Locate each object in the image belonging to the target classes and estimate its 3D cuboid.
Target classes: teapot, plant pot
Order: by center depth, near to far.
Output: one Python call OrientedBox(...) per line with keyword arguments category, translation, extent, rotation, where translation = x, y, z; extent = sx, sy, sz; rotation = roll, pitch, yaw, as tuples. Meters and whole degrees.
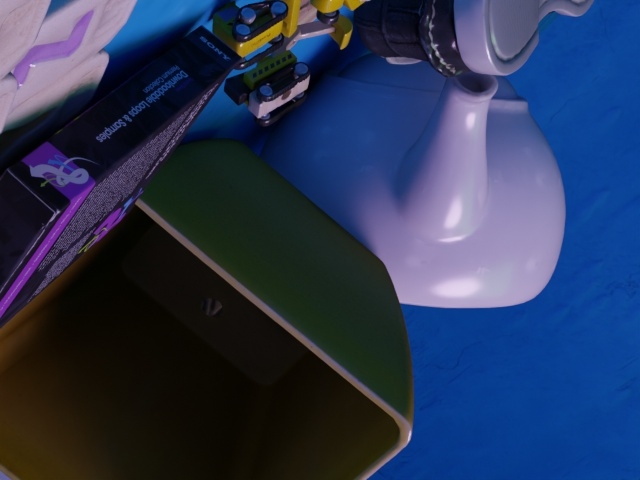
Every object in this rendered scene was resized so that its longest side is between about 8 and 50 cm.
OrientedBox(category="plant pot", translation=(-0.068, 0.060, 0.809), extent=(0.212, 0.212, 0.187), rotation=(-46, -173, 29))
OrientedBox(category="teapot", translation=(0.069, -0.065, 0.973), extent=(0.252, 0.256, 0.187), rotation=(-5, 105, -51))

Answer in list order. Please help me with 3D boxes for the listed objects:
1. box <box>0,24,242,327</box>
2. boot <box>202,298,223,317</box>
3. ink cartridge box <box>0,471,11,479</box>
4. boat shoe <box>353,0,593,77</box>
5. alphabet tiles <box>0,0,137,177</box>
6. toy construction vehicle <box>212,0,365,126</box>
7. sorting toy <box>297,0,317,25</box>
OrientedBox(category="box", translation=(-0.104, -0.020, 0.562), extent=(0.116, 0.029, 0.162), rotation=(-48, -179, 35))
OrientedBox(category="boot", translation=(-0.193, 0.142, 1.090), extent=(0.269, 0.089, 0.236), rotation=(-21, -125, 49))
OrientedBox(category="ink cartridge box", translation=(-0.326, 0.284, 1.012), extent=(0.223, 0.129, 0.307), rotation=(-41, 176, -42))
OrientedBox(category="boat shoe", translation=(0.118, -0.188, 0.858), extent=(0.302, 0.091, 0.114), rotation=(-37, 129, -56))
OrientedBox(category="alphabet tiles", translation=(-0.170, 0.013, 0.441), extent=(0.278, 0.021, 0.284), rotation=(-42, 176, -35))
OrientedBox(category="toy construction vehicle", translation=(-0.017, -0.105, 0.648), extent=(0.098, 0.035, 0.086), rotation=(-37, 158, -26))
OrientedBox(category="sorting toy", translation=(0.001, -0.138, 0.690), extent=(0.083, 0.012, 0.062), rotation=(-41, 172, 4))
